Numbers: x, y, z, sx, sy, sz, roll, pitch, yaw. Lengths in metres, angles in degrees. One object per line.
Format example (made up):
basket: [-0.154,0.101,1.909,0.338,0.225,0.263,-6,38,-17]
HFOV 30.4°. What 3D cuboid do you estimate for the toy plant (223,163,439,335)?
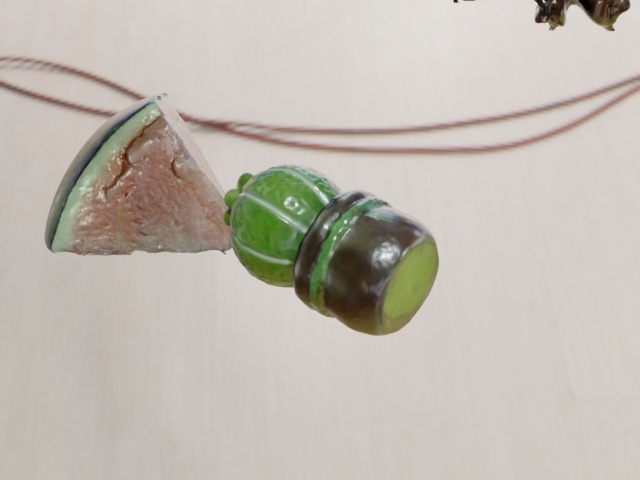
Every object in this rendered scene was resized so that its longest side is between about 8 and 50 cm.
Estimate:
toy plant: [0.000,0.000,0.837,0.162,0.093,0.093,26,55,32]

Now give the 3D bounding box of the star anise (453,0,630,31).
star anise: [0.191,-0.250,0.910,0.220,0.190,0.126,-29,33,13]

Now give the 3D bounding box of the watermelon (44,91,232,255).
watermelon: [-0.275,-0.088,1.857,0.283,0.292,0.250,-54,35,12]
